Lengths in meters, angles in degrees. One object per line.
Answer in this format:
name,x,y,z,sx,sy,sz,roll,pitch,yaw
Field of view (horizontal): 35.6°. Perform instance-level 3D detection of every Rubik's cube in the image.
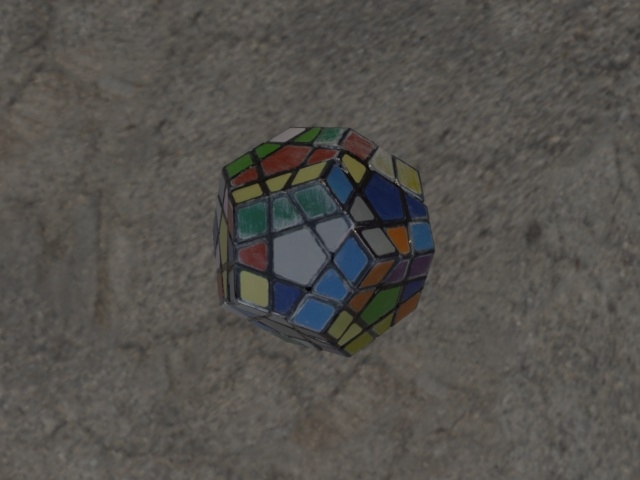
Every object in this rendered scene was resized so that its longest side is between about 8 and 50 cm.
Rubik's cube,0.000,0.000,0.465,0.111,0.111,0.093,15,75,22
